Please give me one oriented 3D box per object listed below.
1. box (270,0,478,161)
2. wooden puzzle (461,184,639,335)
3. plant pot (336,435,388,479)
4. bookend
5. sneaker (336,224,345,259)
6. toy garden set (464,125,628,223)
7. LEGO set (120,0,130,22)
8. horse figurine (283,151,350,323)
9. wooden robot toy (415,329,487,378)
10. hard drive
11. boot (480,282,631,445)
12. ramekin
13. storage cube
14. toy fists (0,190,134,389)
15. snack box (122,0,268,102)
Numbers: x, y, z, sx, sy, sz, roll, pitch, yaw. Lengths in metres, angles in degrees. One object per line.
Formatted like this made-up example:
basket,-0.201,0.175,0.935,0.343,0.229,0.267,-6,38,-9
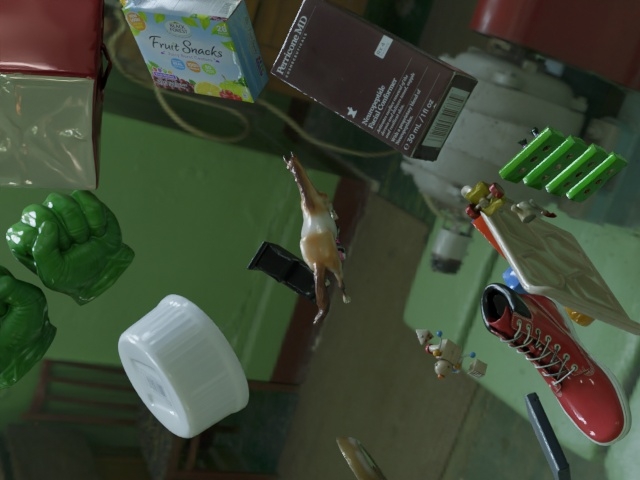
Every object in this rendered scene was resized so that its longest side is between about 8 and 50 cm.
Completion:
box,0.105,-0.336,1.730,0.381,0.143,0.191,35,108,26
wooden puzzle,0.447,0.052,1.688,0.080,0.322,0.348,-54,35,23
plant pot,0.109,0.454,1.558,0.032,0.236,0.236,-35,39,-1
bookend,-0.065,0.076,1.891,0.072,0.157,0.156,-58,-8,2
sneaker,0.012,-0.002,1.708,0.170,0.063,0.075,-139,52,-77
toy garden set,0.371,-0.104,1.432,0.204,0.244,0.049,-45,53,31
LEGO set,-0.311,-0.478,1.484,0.132,0.107,0.287,40,160,30
horse figurine,0.000,0.000,1.409,0.066,0.174,0.263,-11,58,10
wooden robot toy,0.252,0.248,1.706,0.076,0.173,0.079,-27,35,53
hard drive,0.367,0.324,1.362,0.022,0.094,0.135,-20,51,4
boot,0.310,0.166,1.153,0.088,0.176,0.244,-46,50,24
ramekin,-0.282,0.259,1.694,0.277,0.135,0.277,35,143,32
storage cube,-0.377,-0.194,1.080,0.184,0.214,0.193,105,161,-44
toy fists,-0.370,0.054,1.090,0.279,0.142,0.096,-49,29,-19
snack box,-0.208,-0.331,1.431,0.207,0.175,0.070,13,56,22
